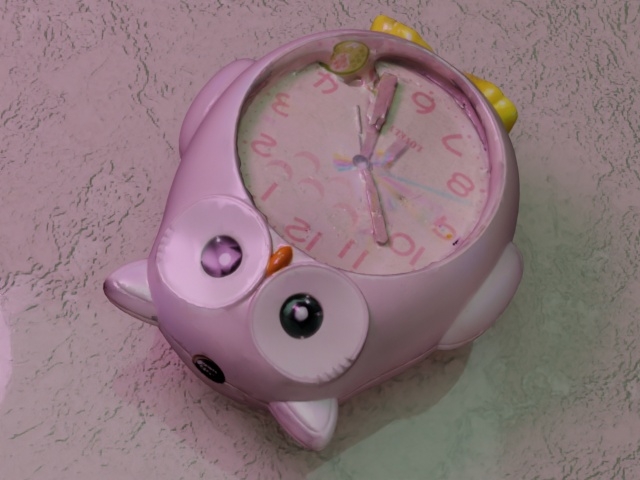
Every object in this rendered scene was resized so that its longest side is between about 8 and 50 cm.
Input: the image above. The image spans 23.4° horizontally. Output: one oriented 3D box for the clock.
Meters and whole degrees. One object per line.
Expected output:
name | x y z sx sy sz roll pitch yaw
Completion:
clock | 0.000 0.000 1.509 0.368 0.250 0.376 36 64 7
